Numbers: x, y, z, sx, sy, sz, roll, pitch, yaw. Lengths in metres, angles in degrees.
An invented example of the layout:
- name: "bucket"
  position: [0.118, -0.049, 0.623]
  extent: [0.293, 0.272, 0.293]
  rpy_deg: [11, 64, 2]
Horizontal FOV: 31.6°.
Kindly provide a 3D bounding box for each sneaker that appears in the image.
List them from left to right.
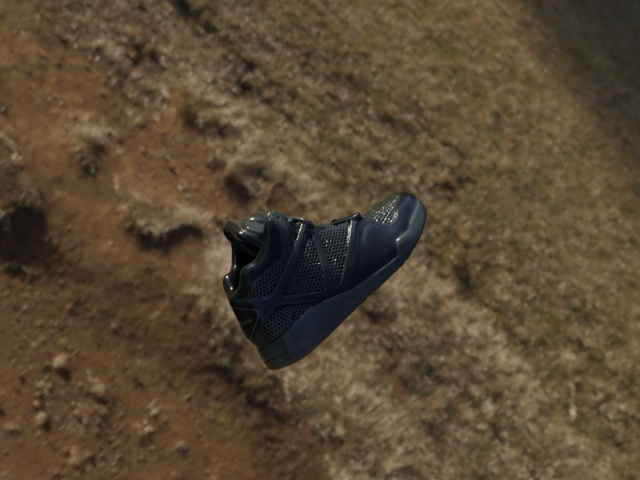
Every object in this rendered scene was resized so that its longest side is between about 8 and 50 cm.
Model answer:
- name: "sneaker"
  position: [0.000, 0.000, 1.029]
  extent: [0.227, 0.087, 0.130]
  rpy_deg: [-41, 101, -27]
